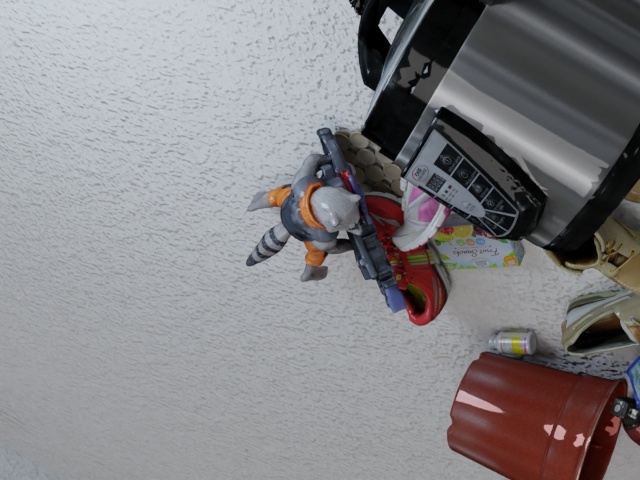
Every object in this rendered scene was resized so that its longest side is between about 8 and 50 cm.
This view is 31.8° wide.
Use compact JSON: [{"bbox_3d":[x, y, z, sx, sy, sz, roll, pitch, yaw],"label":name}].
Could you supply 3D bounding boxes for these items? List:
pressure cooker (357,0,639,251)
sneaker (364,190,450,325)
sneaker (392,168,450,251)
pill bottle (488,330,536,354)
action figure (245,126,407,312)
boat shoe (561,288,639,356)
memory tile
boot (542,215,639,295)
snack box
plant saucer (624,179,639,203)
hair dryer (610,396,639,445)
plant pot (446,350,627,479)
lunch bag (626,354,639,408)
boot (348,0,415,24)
[{"bbox_3d":[0.246,-0.226,1.530,0.420,0.375,0.370,31,113,0],"label":"pressure cooker"},{"bbox_3d":[0.146,0.035,2.012,0.107,0.118,0.279,-15,119,39],"label":"sneaker"},{"bbox_3d":[0.182,-0.089,1.888,0.111,0.103,0.252,36,123,3],"label":"sneaker"},{"bbox_3d":[0.358,0.191,2.098,0.083,0.043,0.043,-1,129,32],"label":"pill bottle"},{"bbox_3d":[0.000,0.000,1.955,0.341,0.178,0.330,64,157,6],"label":"action figure"},{"bbox_3d":[0.541,0.129,1.887,0.113,0.103,0.302,47,136,-17],"label":"boat shoe"},{"bbox_3d":[0.089,-0.134,1.965,0.113,0.012,0.148,-4,128,33],"label":"memory tile"},{"bbox_3d":[0.442,0.020,1.744,0.262,0.203,0.095,41,111,3],"label":"boot"},{"bbox_3d":[0.274,0.001,1.968,0.141,0.037,0.100,-4,129,33],"label":"snack box"},{"bbox_3d":[0.499,-0.095,1.762,0.083,0.015,0.083,16,137,16],"label":"plant saucer"},{"bbox_3d":[0.627,0.380,2.010,0.080,0.293,0.223,-50,59,15],"label":"hair dryer"},{"bbox_3d":[0.394,0.340,2.080,0.265,0.272,0.272,19,138,26],"label":"plant pot"},{"bbox_3d":[0.613,0.218,1.906,0.129,0.096,0.151,-1,148,-14],"label":"lunch bag"},{"bbox_3d":[0.097,-0.356,1.680,0.045,0.099,0.121,-22,117,44],"label":"boot"}]
